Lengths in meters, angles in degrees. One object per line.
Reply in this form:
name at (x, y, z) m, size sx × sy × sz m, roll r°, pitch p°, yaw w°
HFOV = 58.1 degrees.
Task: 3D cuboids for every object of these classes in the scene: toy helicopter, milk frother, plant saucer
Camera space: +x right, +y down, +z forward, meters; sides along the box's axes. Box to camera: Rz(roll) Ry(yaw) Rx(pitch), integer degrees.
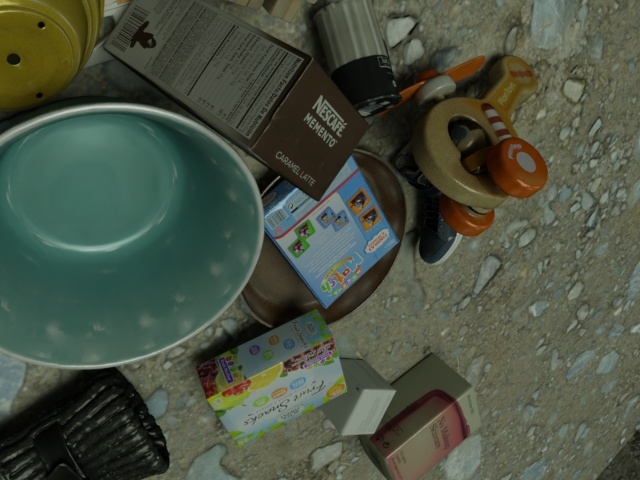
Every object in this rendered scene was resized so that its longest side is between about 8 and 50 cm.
toy helicopter at (0.238, -0.193, 0.874) m, size 0.355 × 0.235 × 0.140 m, roll -51°, pitch -178°, yaw -38°
milk frother at (0.025, -0.224, 0.769) m, size 0.143 × 0.129 × 0.134 m, roll -16°, pitch 87°, yaw 14°
plant saucer at (0.000, 0.000, 0.899) m, size 0.311 × 0.050 × 0.310 m, roll -17°, pitch 122°, yaw -28°

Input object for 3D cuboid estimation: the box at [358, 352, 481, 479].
box at (0.201, 0.376, 1.196) m, size 0.232 × 0.127 × 0.148 m, roll -34°, pitch 129°, yaw -16°

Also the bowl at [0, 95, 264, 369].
bowl at (-0.234, -0.028, 0.625) m, size 0.312 × 0.163 × 0.311 m, roll -16°, pitch 129°, yaw -21°

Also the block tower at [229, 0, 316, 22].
block tower at (-0.130, -0.294, 0.521) m, size 0.335 × 0.097 × 0.091 m, roll -2°, pitch 137°, yaw -48°

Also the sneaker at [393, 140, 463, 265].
sneaker at (0.178, -0.067, 0.960) m, size 0.163 × 0.086 × 0.226 m, roll 5°, pitch 110°, yaw -39°

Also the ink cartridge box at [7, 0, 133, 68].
ink cartridge box at (-0.267, -0.284, 0.543) m, size 0.296 × 0.066 × 0.261 m, roll -27°, pitch 153°, yaw -21°

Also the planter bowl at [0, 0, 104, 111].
planter bowl at (-0.284, -0.182, 0.512) m, size 0.217 × 0.090 × 0.217 m, roll -29°, pitch 153°, yaw -16°

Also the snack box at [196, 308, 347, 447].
snack box at (-0.070, 0.223, 0.922) m, size 0.207 × 0.070 × 0.174 m, roll -23°, pitch 137°, yaw -10°

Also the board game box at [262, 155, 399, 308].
board game box at (0.013, -0.018, 0.841) m, size 0.160 × 0.039 × 0.211 m, roll -42°, pitch 130°, yaw -9°

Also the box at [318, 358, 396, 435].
box at (0.062, 0.288, 1.066) m, size 0.087 × 0.102 × 0.101 m, roll 13°, pitch 107°, yaw -41°

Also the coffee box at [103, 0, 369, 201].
coffee box at (-0.088, -0.158, 0.596) m, size 0.098 × 0.246 × 0.141 m, roll -55°, pitch 151°, yaw 3°

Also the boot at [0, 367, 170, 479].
boot at (-0.328, 0.365, 0.812) m, size 0.260 × 0.131 × 0.348 m, roll -28°, pitch 127°, yaw -20°
